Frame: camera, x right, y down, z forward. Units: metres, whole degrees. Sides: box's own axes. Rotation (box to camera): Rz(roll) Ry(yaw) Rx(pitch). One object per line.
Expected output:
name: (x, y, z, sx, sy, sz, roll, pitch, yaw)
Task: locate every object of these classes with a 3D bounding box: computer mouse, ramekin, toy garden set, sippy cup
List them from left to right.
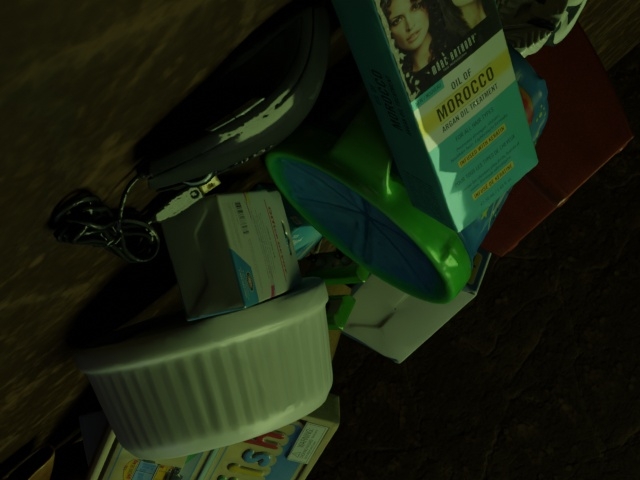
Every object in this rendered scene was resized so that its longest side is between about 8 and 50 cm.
ramekin: (-0.111, 0.135, 1.117, 0.272, 0.127, 0.273, -15, -177, 1)
computer mouse: (-0.076, -0.065, 0.827, 0.262, 0.060, 0.184, -42, 172, -3)
toy garden set: (0.000, 0.000, 1.377, 0.203, 0.049, 0.244, -7, -129, 53)
sippy cup: (0.101, -0.094, 1.049, 0.224, 0.240, 0.305, -51, -161, -13)

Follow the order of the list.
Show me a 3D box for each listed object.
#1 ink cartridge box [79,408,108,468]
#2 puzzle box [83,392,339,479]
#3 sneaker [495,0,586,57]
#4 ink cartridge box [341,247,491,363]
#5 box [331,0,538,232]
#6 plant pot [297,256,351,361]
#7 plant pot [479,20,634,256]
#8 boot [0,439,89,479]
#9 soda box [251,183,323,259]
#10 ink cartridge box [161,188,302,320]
ink cartridge box: (-0.248, 0.276, 1.569, 0.153, 0.087, 0.208, -13, 175, 5)
puzzle box: (-0.173, 0.320, 1.435, 0.052, 0.272, 0.409, -90, -159, -50)
sneaker: (0.240, -0.255, 1.253, 0.235, 0.094, 0.153, -51, 166, -15)
ink cartridge box: (0.179, -0.039, 1.671, 0.395, 0.151, 0.270, -62, -175, -36)
box: (0.091, -0.127, 0.810, 0.100, 0.060, 0.244, -40, 134, -14)
plant pot: (-0.070, 0.145, 1.542, 0.254, 0.237, 0.237, -56, 173, -1)
plant pot: (0.255, -0.142, 1.438, 0.267, 0.236, 0.267, -39, 171, -30)
boot: (-0.392, 0.329, 1.482, 0.264, 0.096, 0.280, -30, 161, -26)
soda box: (-0.045, -0.018, 1.234, 0.071, 0.067, 0.210, -44, 172, 11)
ink cartridge box: (-0.080, 0.009, 1.008, 0.061, 0.104, 0.181, -14, 180, 16)
